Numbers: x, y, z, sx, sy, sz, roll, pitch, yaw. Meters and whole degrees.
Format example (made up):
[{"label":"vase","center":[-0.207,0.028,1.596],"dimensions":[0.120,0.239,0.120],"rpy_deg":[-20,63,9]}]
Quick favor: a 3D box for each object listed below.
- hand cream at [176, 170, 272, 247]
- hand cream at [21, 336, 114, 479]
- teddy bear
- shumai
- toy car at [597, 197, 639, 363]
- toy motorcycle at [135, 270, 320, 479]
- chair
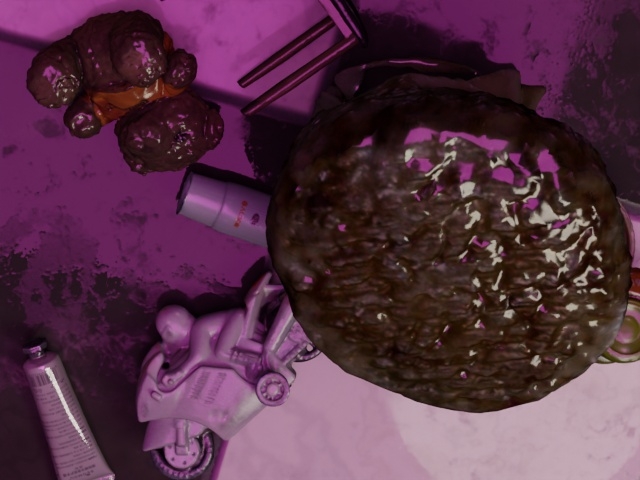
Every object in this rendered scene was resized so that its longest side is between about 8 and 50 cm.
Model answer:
[{"label":"hand cream","center":[0.000,0.000,1.880],"dimensions":[0.331,0.058,0.085],"rpy_deg":[20,82,-15]},{"label":"hand cream","center":[-0.296,0.202,1.911],"dimensions":[0.067,0.042,0.194],"rpy_deg":[-20,111,-8]},{"label":"teddy bear","center":[-0.193,-0.156,1.787],"dimensions":[0.177,0.140,0.190],"rpy_deg":[-18,116,27]},{"label":"shumai","center":[0.145,-0.049,1.733],"dimensions":[0.395,0.348,0.395],"rpy_deg":[5,128,7]},{"label":"toy car","center":[0.267,0.038,1.883],"dimensions":[0.235,0.145,0.235],"rpy_deg":[0,85,-2]},{"label":"toy motorcycle","center":[-0.119,0.138,1.879],"dimensions":[0.171,0.110,0.260],"rpy_deg":[45,92,-2]},{"label":"chair","center":[-0.012,-0.276,1.738],"dimensions":[0.272,0.188,0.166],"rpy_deg":[-34,106,7]}]
